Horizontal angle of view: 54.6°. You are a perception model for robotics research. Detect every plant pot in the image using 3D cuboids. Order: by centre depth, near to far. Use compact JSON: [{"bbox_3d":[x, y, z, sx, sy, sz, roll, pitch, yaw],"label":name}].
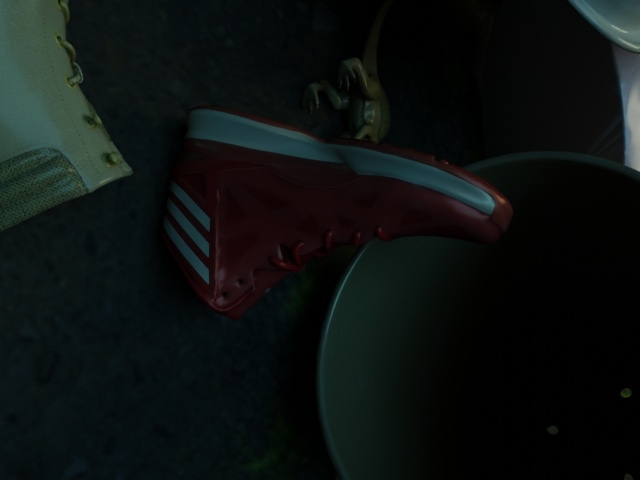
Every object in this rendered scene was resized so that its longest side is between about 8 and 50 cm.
[{"bbox_3d":[0.176,0.116,0.460,0.274,0.256,0.257,38,65,-45],"label":"plant pot"}]

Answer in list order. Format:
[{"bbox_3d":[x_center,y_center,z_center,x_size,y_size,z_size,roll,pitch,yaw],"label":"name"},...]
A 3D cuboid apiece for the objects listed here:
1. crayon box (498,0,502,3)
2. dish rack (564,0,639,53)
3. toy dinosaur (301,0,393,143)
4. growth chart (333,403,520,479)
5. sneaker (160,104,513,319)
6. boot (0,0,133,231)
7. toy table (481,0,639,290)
[{"bbox_3d":[0.297,-0.369,0.683,0.202,0.081,0.319,26,72,-31],"label":"crayon box"},{"bbox_3d":[0.212,-0.269,0.428,0.332,0.072,0.286,-20,77,-40],"label":"dish rack"},{"bbox_3d":[0.033,-0.119,0.506,0.092,0.053,0.183,-9,99,-51],"label":"toy dinosaur"},{"bbox_3d":[0.102,0.112,0.546,0.237,0.021,0.172,-6,91,-35],"label":"growth chart"},{"bbox_3d":[0.000,0.000,0.400,0.087,0.221,0.128,27,80,-72],"label":"sneaker"},{"bbox_3d":[-0.150,-0.110,0.349,0.213,0.077,0.165,-38,108,-26],"label":"boot"},{"bbox_3d":[0.265,-0.102,0.557,0.160,0.252,0.275,-7,105,-20],"label":"toy table"}]
